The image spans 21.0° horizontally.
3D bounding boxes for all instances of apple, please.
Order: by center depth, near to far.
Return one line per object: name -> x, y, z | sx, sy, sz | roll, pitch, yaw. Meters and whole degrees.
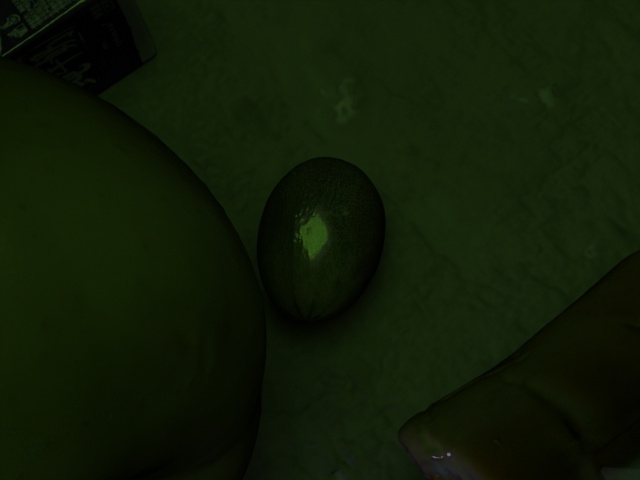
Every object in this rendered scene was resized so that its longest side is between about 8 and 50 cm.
apple -> -0.273, 0.090, 1.138 | 0.473, 0.473, 0.474 | -2, 70, 5

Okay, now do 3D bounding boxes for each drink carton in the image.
drink carton -> -0.257, -0.152, 1.377 | 0.222, 0.134, 0.102 | -35, 72, -7

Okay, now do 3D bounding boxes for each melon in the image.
melon -> 0.000, 0.000, 1.318 | 0.098, 0.098, 0.131 | 10, 77, 9

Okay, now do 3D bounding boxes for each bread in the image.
bread -> 0.265, 0.150, 1.183 | 0.341, 0.210, 0.300 | -33, 73, -7
